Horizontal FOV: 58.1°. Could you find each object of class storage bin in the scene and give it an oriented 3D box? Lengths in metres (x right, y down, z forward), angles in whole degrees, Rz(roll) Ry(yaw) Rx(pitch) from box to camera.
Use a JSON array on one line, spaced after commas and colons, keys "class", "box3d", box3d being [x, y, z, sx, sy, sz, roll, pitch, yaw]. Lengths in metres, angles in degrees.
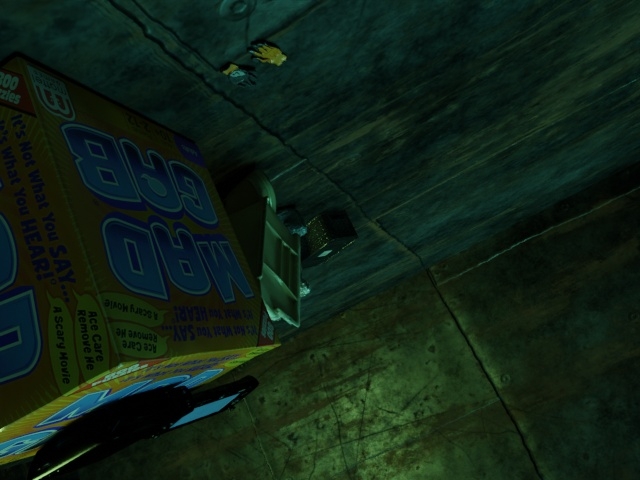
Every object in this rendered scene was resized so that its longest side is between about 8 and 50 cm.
[{"class": "storage bin", "box3d": [0.000, 0.000, 1.603, 0.122, 0.084, 0.180, -7, 156, -49]}, {"class": "storage bin", "box3d": [-0.178, 0.083, 1.029, 0.262, 0.260, 0.123, -23, 127, 16]}]

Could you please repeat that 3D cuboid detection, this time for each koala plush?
[{"class": "koala plush", "box3d": [-0.118, 0.068, 1.355, 0.203, 0.221, 0.196, -15, 161, -46]}]

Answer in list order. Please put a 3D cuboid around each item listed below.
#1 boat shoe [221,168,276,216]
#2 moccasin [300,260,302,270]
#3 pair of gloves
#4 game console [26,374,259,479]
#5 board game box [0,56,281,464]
[{"class": "boat shoe", "box3d": [-0.182, -0.024, 1.161, 0.098, 0.109, 0.302, -18, 159, -39]}, {"class": "moccasin", "box3d": [-0.228, 0.129, 1.578, 0.380, 0.139, 0.147, -29, 171, 3]}, {"class": "pair of gloves", "box3d": [-0.092, -0.243, 0.802, 0.083, 0.010, 0.074, -31, 164, 23]}, {"class": "game console", "box3d": [-0.217, 0.253, 0.832, 0.213, 0.044, 0.361, -33, 163, 29]}, {"class": "board game box", "box3d": [-0.336, 0.060, 0.768, 0.356, 0.356, 0.356, -29, 164, 15]}]
